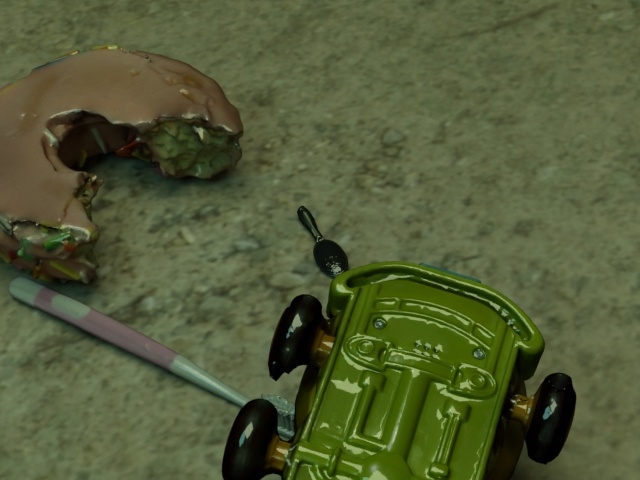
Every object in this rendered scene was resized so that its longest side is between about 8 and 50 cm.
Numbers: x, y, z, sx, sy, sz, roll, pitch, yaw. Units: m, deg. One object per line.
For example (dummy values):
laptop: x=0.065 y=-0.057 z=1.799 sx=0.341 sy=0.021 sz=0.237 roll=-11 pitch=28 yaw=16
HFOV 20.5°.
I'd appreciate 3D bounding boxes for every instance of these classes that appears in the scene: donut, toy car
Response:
donut: x=-0.187 y=-0.064 z=1.420 sx=0.233 sy=0.085 sz=0.199 roll=-38 pitch=53 yaw=-26
toy car: x=0.047 y=0.143 z=1.143 sx=0.200 sy=0.142 sz=0.248 roll=20 pitch=56 yaw=7

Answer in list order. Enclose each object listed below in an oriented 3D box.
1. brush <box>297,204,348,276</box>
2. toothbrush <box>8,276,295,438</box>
brush: x=0.000 y=0.000 z=1.384 sx=0.024 sy=0.008 sz=0.083 roll=-22 pitch=47 yaw=-9
toothbrush: x=-0.124 y=0.082 z=1.310 sx=0.286 sy=0.025 sz=0.020 roll=23 pitch=53 yaw=28
